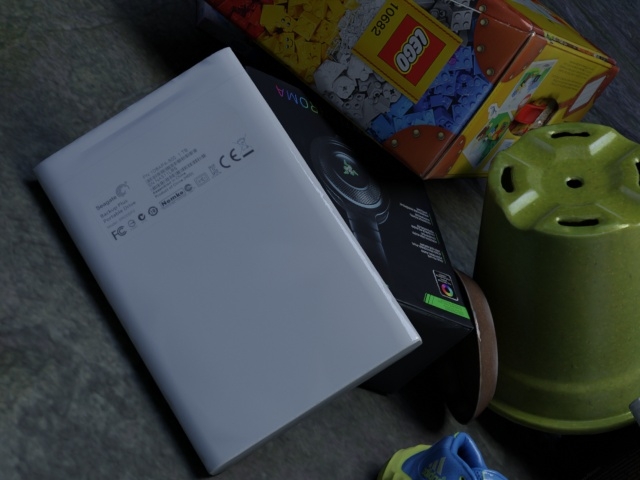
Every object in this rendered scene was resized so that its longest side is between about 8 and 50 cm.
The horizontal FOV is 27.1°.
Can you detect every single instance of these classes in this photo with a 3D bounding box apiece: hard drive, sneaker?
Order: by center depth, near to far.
[{"bbox_3d":[-0.086,0.013,1.162,0.318,0.210,0.040,57,-2,16],"label":"hard drive"},{"bbox_3d":[0.111,0.268,1.184,0.091,0.126,0.240,29,34,-29],"label":"sneaker"}]

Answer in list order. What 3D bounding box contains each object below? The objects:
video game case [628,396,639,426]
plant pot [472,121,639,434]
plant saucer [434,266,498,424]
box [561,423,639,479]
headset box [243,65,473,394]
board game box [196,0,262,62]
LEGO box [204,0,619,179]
[{"bbox_3d":[0.414,0.238,1.382,0.190,0.022,0.173,6,48,-49],"label":"video game case"},{"bbox_3d":[0.273,0.023,1.435,0.276,0.276,0.254,-95,178,-47],"label":"plant pot"},{"bbox_3d":[0.153,0.109,1.399,0.029,0.168,0.168,-5,49,-11],"label":"plant saucer"},{"bbox_3d":[0.387,0.287,1.479,0.168,0.167,0.203,37,32,-18],"label":"box"},{"bbox_3d":[0.000,0.000,1.350,0.246,0.131,0.283,22,39,-36],"label":"headset box"},{"bbox_3d":[-0.111,-0.272,1.636,0.090,0.020,0.090,29,35,-28],"label":"board game box"},{"bbox_3d":[0.116,-0.257,1.580,0.372,0.193,0.500,41,16,16],"label":"LEGO box"}]
